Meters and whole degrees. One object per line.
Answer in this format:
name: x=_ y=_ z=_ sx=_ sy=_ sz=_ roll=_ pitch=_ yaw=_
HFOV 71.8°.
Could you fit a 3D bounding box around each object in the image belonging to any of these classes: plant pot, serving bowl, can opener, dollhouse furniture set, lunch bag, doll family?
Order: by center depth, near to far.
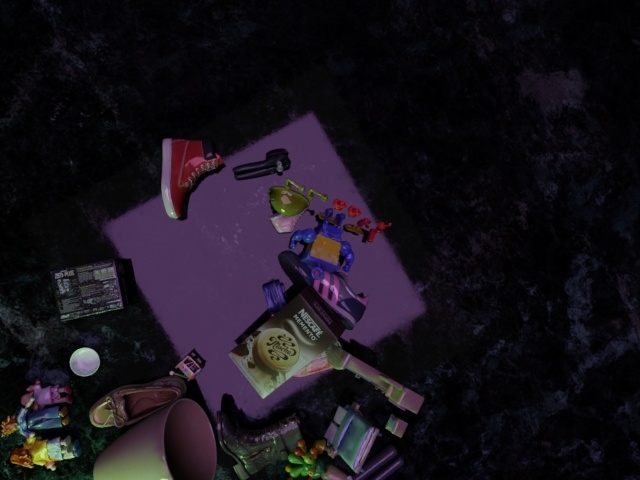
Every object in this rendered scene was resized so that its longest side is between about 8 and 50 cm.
plant pot: x=-0.475 y=0.613 z=1.237 sx=0.274 sy=0.256 sz=0.257 roll=-22 pitch=90 yaw=10
dollhouse furniture set: x=0.080 y=0.493 z=1.242 sx=0.198 sy=0.286 sz=0.303 roll=32 pitch=80 yaw=-15
doll family: x=-0.798 y=0.538 z=1.249 sx=0.163 sy=0.118 sz=0.263 roll=-9 pitch=89 yaw=-6
serving bowl: x=-0.693 y=0.357 z=1.312 sx=0.083 sy=0.027 sz=0.083 roll=0 pitch=88 yaw=-5
can opener: x=0.133 y=0.744 z=1.350 sx=0.283 sy=0.095 sz=0.076 roll=-35 pitch=92 yaw=-6
lunch bag: x=-0.137 y=0.166 z=1.356 sx=0.065 sy=0.067 sz=0.099 roll=-17 pitch=89 yaw=-7
can opener: x=-0.182 y=-0.229 z=1.378 sx=0.186 sy=0.073 sz=0.059 roll=-21 pitch=129 yaw=-3

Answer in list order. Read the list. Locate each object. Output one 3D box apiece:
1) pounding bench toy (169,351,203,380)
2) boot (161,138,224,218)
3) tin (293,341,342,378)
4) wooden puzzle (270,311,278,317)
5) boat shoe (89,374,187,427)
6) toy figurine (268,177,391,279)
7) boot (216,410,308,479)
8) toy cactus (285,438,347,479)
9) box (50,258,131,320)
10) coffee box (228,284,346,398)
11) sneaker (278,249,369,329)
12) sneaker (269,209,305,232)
pounding bench toy: x=-0.402 y=0.391 z=1.329 sx=0.083 sy=0.052 sz=0.065 roll=-43 pitch=93 yaw=-6
boot: x=-0.382 y=-0.188 z=1.336 sx=0.176 sy=0.088 sz=0.244 roll=0 pitch=85 yaw=-7
tin: x=-0.024 y=0.361 z=1.378 sx=0.189 sy=0.040 sz=0.106 roll=-14 pitch=86 yaw=-6
wooden puzzle: x=-0.127 y=0.239 z=1.385 sx=0.083 sy=0.006 sz=0.049 roll=-19 pitch=90 yaw=-6
boat shoe: x=-0.540 y=0.472 z=1.293 sx=0.285 sy=0.089 sz=0.105 roll=-21 pitch=91 yaw=-6
toy figurine: x=0.000 y=0.000 z=1.272 sx=0.362 sy=0.191 sz=0.217 roll=22 pitch=77 yaw=-19
boot: x=-0.172 y=0.576 z=1.326 sx=0.228 sy=0.091 sz=0.263 roll=-24 pitch=108 yaw=-7
toy cactus: x=-0.013 y=0.667 z=1.278 sx=0.180 sy=0.219 sz=0.112 roll=19 pitch=43 yaw=10
box: x=-0.668 y=0.142 z=1.296 sx=0.180 sy=0.077 sz=0.147 roll=-13 pitch=90 yaw=-6
coffee box: x=-0.095 y=0.288 z=1.274 sx=0.297 sy=0.119 sz=0.168 roll=-42 pitch=85 yaw=16
sneaker: x=0.012 y=0.126 z=1.369 sx=0.319 sy=0.112 sz=0.131 roll=45 pitch=64 yaw=-3
sneaker: x=-0.087 y=-0.069 z=1.382 sx=0.134 sy=0.051 sz=0.070 roll=-27 pitch=109 yaw=-16
